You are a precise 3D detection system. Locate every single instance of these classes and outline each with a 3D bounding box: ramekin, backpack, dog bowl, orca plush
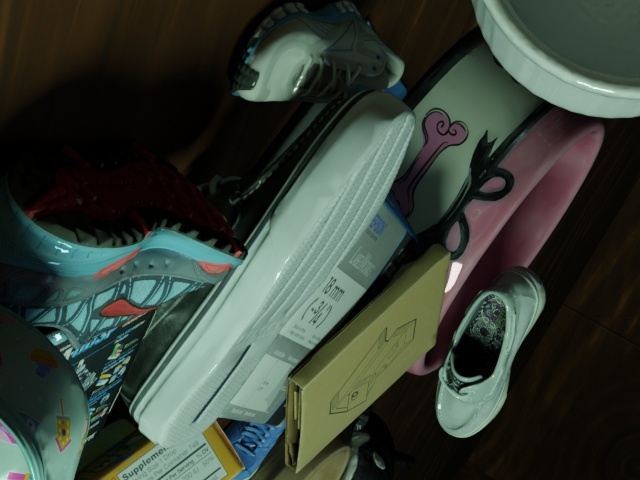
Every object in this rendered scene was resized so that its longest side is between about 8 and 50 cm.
[{"bbox_3d":[0.255,-0.236,1.317,0.277,0.277,0.135,-51,174,-9],"label":"ramekin"},{"bbox_3d":[-0.220,0.124,0.855,0.188,0.166,0.144,-63,173,23],"label":"backpack"},{"bbox_3d":[0.149,-0.029,1.686,0.408,0.150,0.408,-49,165,-19],"label":"dog bowl"},{"bbox_3d":[0.065,0.287,2.012,0.287,0.102,0.151,161,-51,-81],"label":"orca plush"}]

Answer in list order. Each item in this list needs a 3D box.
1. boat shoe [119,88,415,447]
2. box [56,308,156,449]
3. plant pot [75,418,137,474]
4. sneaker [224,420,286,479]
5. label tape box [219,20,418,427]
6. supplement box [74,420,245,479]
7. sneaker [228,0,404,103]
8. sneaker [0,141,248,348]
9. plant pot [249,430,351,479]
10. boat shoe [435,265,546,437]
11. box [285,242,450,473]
[{"bbox_3d":[-0.064,0.006,1.162,0.335,0.119,0.121,-52,163,20],"label":"boat shoe"},{"bbox_3d":[-0.209,0.109,1.082,0.220,0.051,0.175,-32,154,-55],"label":"box"},{"bbox_3d":[-0.178,0.241,1.391,0.134,0.095,0.134,-49,165,-18],"label":"plant pot"},{"bbox_3d":[-0.064,0.199,1.716,0.152,0.058,0.084,-47,170,-40],"label":"sneaker"},{"bbox_3d":[0.000,0.000,1.374,0.333,0.106,0.240,-53,166,0],"label":"label tape box"},{"bbox_3d":[-0.179,0.226,1.285,0.233,0.080,0.078,-34,-170,-28],"label":"supplement box"},{"bbox_3d":[0.006,-0.129,1.147,0.191,0.083,0.071,-28,152,-56],"label":"sneaker"},{"bbox_3d":[-0.148,0.008,0.998,0.125,0.104,0.262,-46,160,17],"label":"sneaker"},{"bbox_3d":[-0.077,0.300,1.815,0.237,0.110,0.237,-48,165,-17],"label":"plant pot"},{"bbox_3d":[0.162,0.126,1.657,0.081,0.079,0.227,-23,143,-46],"label":"boat shoe"},{"bbox_3d":[0.043,0.111,1.449,0.201,0.021,0.164,-41,156,-26],"label":"box"}]
